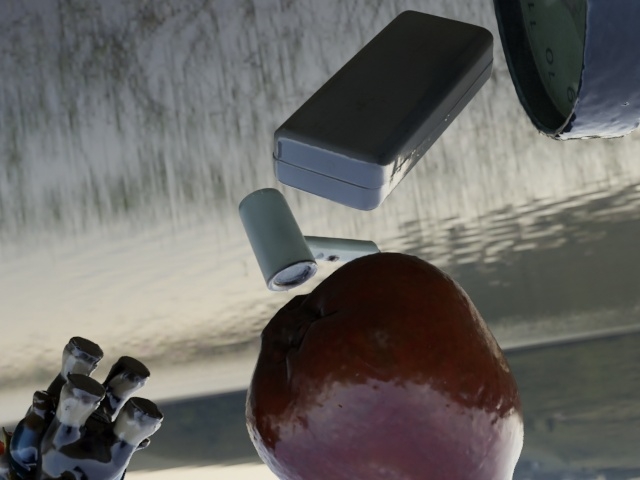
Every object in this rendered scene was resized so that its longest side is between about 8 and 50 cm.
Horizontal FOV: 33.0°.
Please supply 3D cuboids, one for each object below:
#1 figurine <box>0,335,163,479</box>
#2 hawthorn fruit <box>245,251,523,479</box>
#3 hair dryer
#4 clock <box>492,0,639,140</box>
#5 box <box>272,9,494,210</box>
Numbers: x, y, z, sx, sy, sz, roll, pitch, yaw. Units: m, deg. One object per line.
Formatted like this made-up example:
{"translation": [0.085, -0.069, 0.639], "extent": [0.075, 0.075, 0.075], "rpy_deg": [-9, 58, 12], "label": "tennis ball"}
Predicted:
{"translation": [-0.317, 0.296, 1.171], "extent": [0.241, 0.306, 0.412], "rpy_deg": [20, 134, -39], "label": "figurine"}
{"translation": [0.071, 0.166, 1.161], "extent": [0.311, 0.295, 0.295], "rpy_deg": [30, -174, 20], "label": "hawthorn fruit"}
{"translation": [0.000, 0.000, 1.518], "extent": [0.236, 0.131, 0.073], "rpy_deg": [3, 144, -43], "label": "hair dryer"}
{"translation": [0.180, -0.210, 0.805], "extent": [0.055, 0.281, 0.280], "rpy_deg": [-9, 173, -3], "label": "clock"}
{"translation": [0.060, -0.119, 0.928], "extent": [0.103, 0.055, 0.244], "rpy_deg": [19, -138, 23], "label": "box"}
